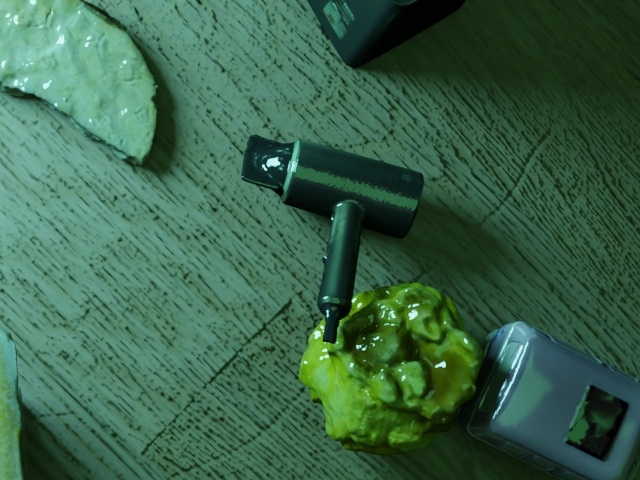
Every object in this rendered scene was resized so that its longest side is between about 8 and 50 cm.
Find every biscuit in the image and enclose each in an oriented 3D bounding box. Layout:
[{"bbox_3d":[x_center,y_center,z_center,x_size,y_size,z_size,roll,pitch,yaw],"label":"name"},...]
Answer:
[{"bbox_3d":[-0.271,-0.194,1.404,0.250,0.032,0.133,29,82,-6],"label":"biscuit"}]

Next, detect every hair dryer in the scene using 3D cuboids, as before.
[{"bbox_3d":[0.000,0.000,1.367,0.195,0.078,0.248,15,48,-8],"label":"hair dryer"}]

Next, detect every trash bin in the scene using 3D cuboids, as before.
[{"bbox_3d":[0.094,-0.288,1.380,0.165,0.225,0.115,-30,92,-11],"label":"trash bin"}]

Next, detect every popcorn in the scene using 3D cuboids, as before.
[{"bbox_3d":[0.076,0.138,1.382,0.197,0.155,0.197,0,88,3],"label":"popcorn"}]

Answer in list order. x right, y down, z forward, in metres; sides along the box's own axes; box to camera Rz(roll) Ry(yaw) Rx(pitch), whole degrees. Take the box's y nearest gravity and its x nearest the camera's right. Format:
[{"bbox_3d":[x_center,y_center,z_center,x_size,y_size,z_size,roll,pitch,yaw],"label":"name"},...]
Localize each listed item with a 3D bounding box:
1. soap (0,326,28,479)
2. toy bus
[{"bbox_3d":[-0.417,0.244,1.197,0.293,0.156,0.335,-5,43,-11],"label":"soap"},{"bbox_3d":[0.264,0.189,1.414,0.202,0.142,0.142,26,81,-8],"label":"toy bus"}]
